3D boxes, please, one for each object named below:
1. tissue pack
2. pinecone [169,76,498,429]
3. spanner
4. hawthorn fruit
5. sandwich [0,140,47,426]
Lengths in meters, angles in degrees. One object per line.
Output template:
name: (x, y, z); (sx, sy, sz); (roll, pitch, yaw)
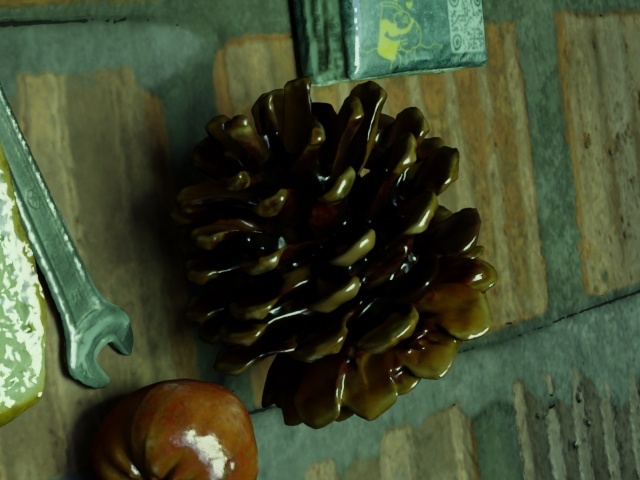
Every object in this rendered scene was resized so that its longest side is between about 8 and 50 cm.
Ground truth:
tissue pack: (0.055, -0.267, 1.460); (0.185, 0.081, 0.257); (-11, 96, -47)
pinecone: (0.008, -0.004, 1.273); (0.264, 0.264, 0.264); (3, 86, -46)
spanner: (-0.209, -0.028, 1.222); (0.071, 0.017, 0.302); (-41, 117, -39)
hawthorn fruit: (-0.107, 0.152, 1.251); (0.125, 0.125, 0.140); (32, 43, -40)
sandwich: (-0.310, 0.020, 1.054); (0.288, 0.100, 0.254); (-13, 97, -46)
